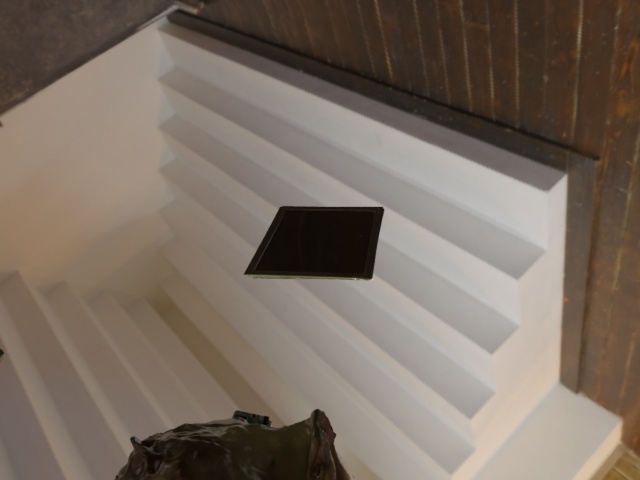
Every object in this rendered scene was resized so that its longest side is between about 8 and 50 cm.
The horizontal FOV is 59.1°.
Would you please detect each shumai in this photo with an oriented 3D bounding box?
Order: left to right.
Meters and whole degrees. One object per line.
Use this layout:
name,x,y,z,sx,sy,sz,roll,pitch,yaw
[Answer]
shumai,-0.045,0.187,0.400,0.184,0.142,0.184,57,-176,-6

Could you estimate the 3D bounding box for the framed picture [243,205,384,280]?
framed picture,0.000,0.000,0.936,0.252,0.197,0.014,-70,-22,-61

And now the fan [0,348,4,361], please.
fan,-0.207,0.089,0.256,0.038,0.016,0.193,9,-169,-5

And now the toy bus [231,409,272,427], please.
toy bus,-0.156,0.423,1.183,0.091,0.079,0.160,13,142,1
